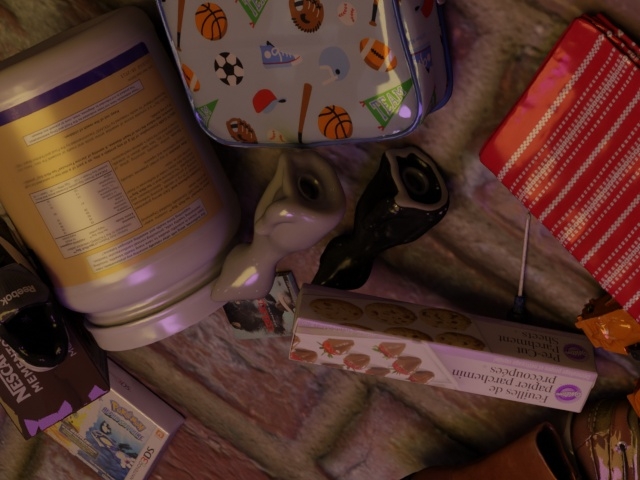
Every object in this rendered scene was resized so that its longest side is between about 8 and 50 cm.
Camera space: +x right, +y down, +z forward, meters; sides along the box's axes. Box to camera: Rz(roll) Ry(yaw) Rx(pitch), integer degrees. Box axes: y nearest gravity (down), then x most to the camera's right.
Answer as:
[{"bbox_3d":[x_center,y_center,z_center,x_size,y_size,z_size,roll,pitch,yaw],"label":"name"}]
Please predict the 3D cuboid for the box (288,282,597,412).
[{"bbox_3d":[0.129,0.114,1.230,0.324,0.067,0.063,11,127,-2],"label":"box"}]

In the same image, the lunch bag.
[{"bbox_3d":[-0.013,-0.219,1.155,0.303,0.115,0.243,-1,115,32],"label":"lunch bag"}]

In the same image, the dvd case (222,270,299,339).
[{"bbox_3d":[-0.072,0.083,1.441,0.119,0.013,0.087,-7,114,33],"label":"dvd case"}]

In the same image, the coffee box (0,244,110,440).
[{"bbox_3d":[-0.360,0.112,1.448,0.119,0.297,0.168,-31,103,-6],"label":"coffee box"}]

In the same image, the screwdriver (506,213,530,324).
[{"bbox_3d":[0.216,0.049,1.241,0.024,0.025,0.170,14,125,23],"label":"screwdriver"}]

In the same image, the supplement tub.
[{"bbox_3d":[-0.236,-0.068,1.294,0.241,0.241,0.331,-12,111,36],"label":"supplement tub"}]

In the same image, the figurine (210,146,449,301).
[{"bbox_3d":[0.000,0.000,1.232,0.209,0.215,0.092,-54,50,45],"label":"figurine"}]

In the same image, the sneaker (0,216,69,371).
[{"bbox_3d":[-0.337,0.044,1.231,0.234,0.078,0.106,60,161,-14],"label":"sneaker"}]

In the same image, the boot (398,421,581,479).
[{"bbox_3d":[0.231,0.354,1.311,0.280,0.096,0.264,-32,81,45],"label":"boot"}]

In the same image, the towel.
[{"bbox_3d":[0.287,-0.055,1.072,0.275,0.031,0.199,49,128,19],"label":"towel"}]

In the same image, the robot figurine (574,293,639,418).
[{"bbox_3d":[0.406,0.078,1.106,0.291,0.085,0.211,-25,104,39],"label":"robot figurine"}]

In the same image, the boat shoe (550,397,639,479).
[{"bbox_3d":[0.354,0.315,1.267,0.104,0.111,0.307,-13,111,37],"label":"boat shoe"}]

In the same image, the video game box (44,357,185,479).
[{"bbox_3d":[-0.317,0.260,1.676,0.205,0.048,0.187,37,128,6],"label":"video game box"}]
